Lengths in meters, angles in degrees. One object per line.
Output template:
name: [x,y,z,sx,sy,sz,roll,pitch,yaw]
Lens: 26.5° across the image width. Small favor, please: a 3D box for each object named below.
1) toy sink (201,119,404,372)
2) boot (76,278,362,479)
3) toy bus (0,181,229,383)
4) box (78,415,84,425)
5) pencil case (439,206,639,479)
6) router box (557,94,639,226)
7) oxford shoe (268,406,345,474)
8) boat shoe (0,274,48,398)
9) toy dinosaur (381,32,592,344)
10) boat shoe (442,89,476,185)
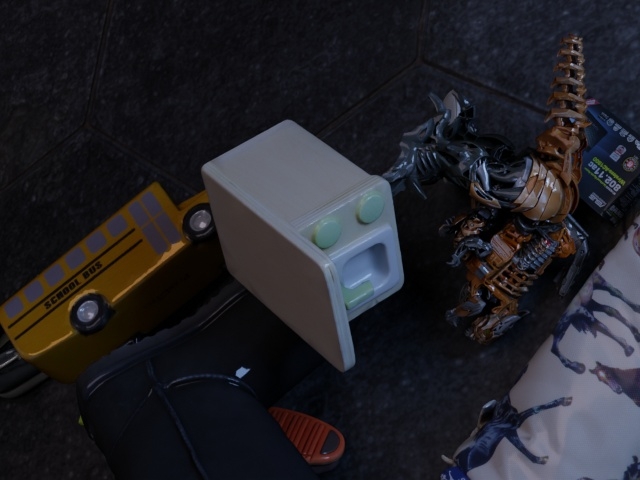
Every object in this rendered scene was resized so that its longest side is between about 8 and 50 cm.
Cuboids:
toy sink: [0.000,0.000,1.433,0.131,0.153,0.234,-30,42,-21]
boot: [-0.035,0.218,1.393,0.367,0.146,0.445,-30,34,-8]
toy bus: [-0.237,0.042,1.719,0.332,0.108,0.130,-39,57,0]
box: [-0.220,0.196,1.724,0.178,0.042,0.109,3,71,37]
pencil case: [0.288,0.109,1.309,0.183,0.160,0.410,36,93,30]
router box: [0.304,-0.087,1.469,0.092,0.038,0.122,-49,49,9]
oxford shoe: [-0.093,0.260,1.586,0.271,0.098,0.097,-3,27,23]
boat shoe: [-0.358,0.098,1.834,0.319,0.099,0.116,-37,49,16]
toy dinosaur: [0.201,-0.057,1.448,0.218,0.164,0.322,27,86,20]
boat shoe: [0.165,-0.118,1.588,0.046,0.038,0.125,132,144,-51]
